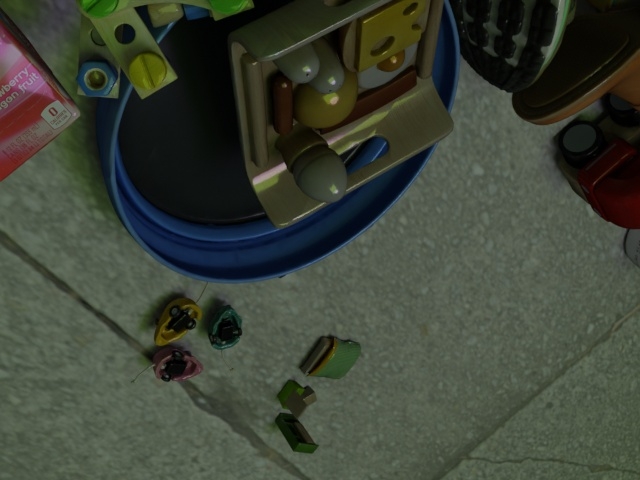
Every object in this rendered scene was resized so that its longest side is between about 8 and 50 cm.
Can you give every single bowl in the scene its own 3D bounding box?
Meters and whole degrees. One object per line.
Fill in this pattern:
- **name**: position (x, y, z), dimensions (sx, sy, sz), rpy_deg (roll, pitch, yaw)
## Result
- **bowl**: position (-0.041, -0.134, 1.167), dimensions (0.391, 0.077, 0.391), rpy_deg (-21, 136, -22)

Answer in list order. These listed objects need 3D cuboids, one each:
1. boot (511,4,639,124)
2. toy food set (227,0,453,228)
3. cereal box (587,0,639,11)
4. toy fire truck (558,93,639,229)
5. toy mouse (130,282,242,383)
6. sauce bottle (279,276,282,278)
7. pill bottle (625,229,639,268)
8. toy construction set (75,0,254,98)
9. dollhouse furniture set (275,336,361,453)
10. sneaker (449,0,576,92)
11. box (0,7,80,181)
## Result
- **boot**: position (0.359, -0.188, 1.344), dimensions (0.283, 0.109, 0.220), rpy_deg (-47, 140, -6)
- **toy food set**: position (0.040, -0.134, 1.042), dimensions (0.220, 0.092, 0.306), rpy_deg (-30, 160, -13)
- **cereal box**: position (0.424, -0.361, 1.339), dimensions (0.240, 0.047, 0.173), rpy_deg (-14, 132, -27)
- **toy fire truck**: position (0.458, -0.083, 1.459), dimensions (0.217, 0.246, 0.158), rpy_deg (-41, 139, 0)
- **toy mouse**: position (-0.143, 0.115, 1.344), dimensions (0.161, 0.031, 0.143), rpy_deg (-45, 139, 6)
- **sauce bottle**: position (0.000, 0.000, 1.343), dimensions (0.128, 0.042, 0.042), rpy_deg (-35, 139, -9)
- **pill bottle**: position (0.555, 0.043, 1.657), dimensions (0.131, 0.229, 0.131), rpy_deg (-20, 135, -22)
- **toy construction set**: position (-0.146, -0.281, 0.900), dimensions (0.215, 0.151, 0.327), rpy_deg (-19, 120, 2)
- **dollhouse furniture set**: position (0.002, 0.199, 1.507), dimensions (0.076, 0.058, 0.151), rpy_deg (18, 113, -45)
- **sneaker**: position (0.249, -0.334, 1.171), dimensions (0.182, 0.158, 0.410), rpy_deg (-24, 141, -34)
- **box**: position (-0.366, -0.083, 0.915), dimensions (0.300, 0.142, 0.154), rpy_deg (-40, 139, -1)
